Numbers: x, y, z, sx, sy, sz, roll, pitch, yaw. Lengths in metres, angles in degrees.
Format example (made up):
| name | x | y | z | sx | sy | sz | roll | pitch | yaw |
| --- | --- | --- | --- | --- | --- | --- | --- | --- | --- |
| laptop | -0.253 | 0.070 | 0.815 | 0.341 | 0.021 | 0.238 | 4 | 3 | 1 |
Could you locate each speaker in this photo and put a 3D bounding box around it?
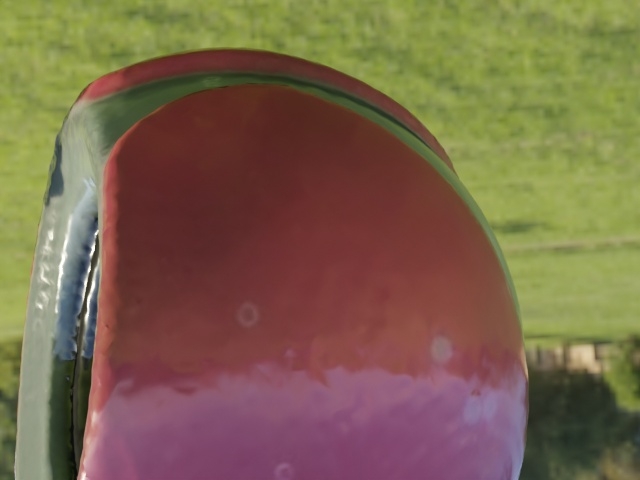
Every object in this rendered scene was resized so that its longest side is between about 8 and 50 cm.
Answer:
| name | x | y | z | sx | sy | sz | roll | pitch | yaw |
| --- | --- | --- | --- | --- | --- | --- | --- | --- | --- |
| speaker | -0.038 | 0.063 | 0.748 | 0.294 | 0.294 | 0.294 | -4 | 178 | 0 |
